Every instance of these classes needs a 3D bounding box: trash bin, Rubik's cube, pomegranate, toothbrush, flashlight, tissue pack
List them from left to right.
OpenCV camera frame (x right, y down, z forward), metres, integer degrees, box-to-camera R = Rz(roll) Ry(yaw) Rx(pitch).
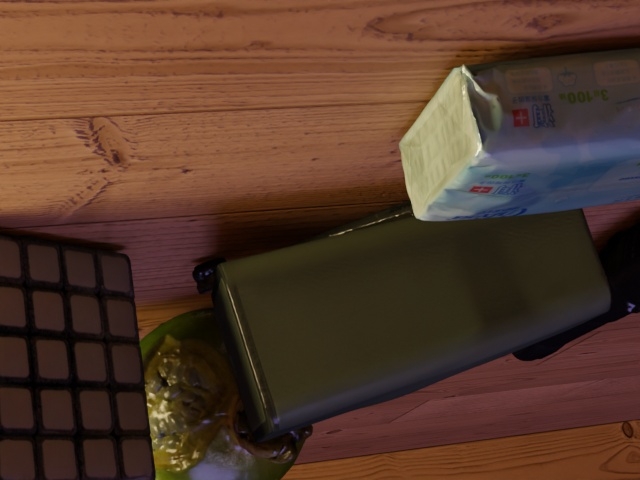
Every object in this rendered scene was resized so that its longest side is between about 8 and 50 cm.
[{"bbox_3d":[-0.319,0.134,1.235,0.237,0.237,0.238,-19,163,36],"label":"Rubik's cube"},{"bbox_3d":[-0.096,0.190,1.529,0.236,0.236,0.302,1,179,-33],"label":"pomegranate"},{"bbox_3d":[0.000,0.000,1.323,0.297,0.031,0.030,-18,-166,25],"label":"toothbrush"},{"bbox_3d":[0.081,0.071,1.303,0.343,0.158,0.223,-14,170,-10],"label":"trash bin"},{"bbox_3d":[0.212,-0.082,1.055,0.263,0.089,0.177,-5,166,-14],"label":"tissue pack"},{"bbox_3d":[0.334,0.063,1.641,0.103,0.103,0.424,-4,165,-19],"label":"flashlight"}]
